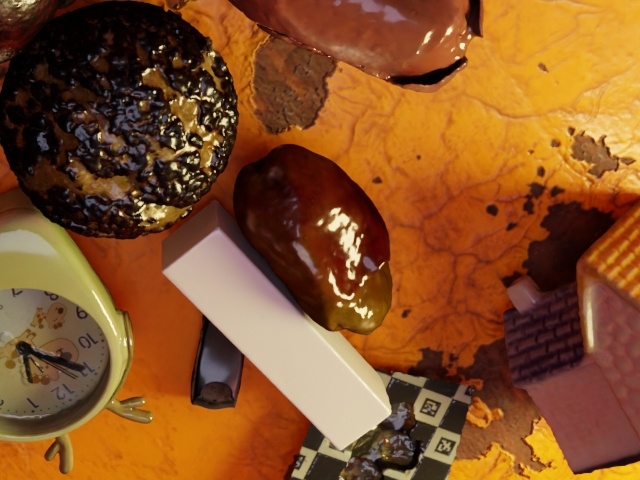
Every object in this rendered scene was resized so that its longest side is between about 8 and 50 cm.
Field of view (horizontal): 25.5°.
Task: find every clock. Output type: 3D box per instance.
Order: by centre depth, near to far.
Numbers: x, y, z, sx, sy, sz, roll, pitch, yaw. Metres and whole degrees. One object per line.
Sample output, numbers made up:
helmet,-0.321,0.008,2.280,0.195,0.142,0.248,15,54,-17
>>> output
clock,-0.314,0.113,1.509,0.235,0.096,0.308,-31,118,7

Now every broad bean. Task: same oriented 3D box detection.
broad bean,0.002,-0.001,1.461,0.122,0.156,0.228,-35,111,15

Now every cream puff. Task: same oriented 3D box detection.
cream puff,-0.192,-0.109,1.362,0.239,0.165,0.239,-7,126,-9

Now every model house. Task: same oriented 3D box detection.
model house,0.343,0.097,1.558,0.237,0.202,0.237,-26,97,46

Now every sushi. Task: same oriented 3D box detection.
sushi,0.065,0.240,1.660,0.193,0.040,0.210,12,108,-13

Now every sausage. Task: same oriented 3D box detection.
sausage,0.026,-0.242,1.340,0.280,0.152,0.152,22,112,-17

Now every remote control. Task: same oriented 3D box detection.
remote control,-0.106,0.096,1.567,0.059,0.028,0.212,3,116,-13

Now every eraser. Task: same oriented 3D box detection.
eraser,-0.046,0.094,1.514,0.078,0.076,0.298,-37,114,11

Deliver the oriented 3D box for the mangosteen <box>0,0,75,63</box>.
mangosteen,-0.300,-0.267,1.257,0.265,0.228,0.228,-14,125,-39
